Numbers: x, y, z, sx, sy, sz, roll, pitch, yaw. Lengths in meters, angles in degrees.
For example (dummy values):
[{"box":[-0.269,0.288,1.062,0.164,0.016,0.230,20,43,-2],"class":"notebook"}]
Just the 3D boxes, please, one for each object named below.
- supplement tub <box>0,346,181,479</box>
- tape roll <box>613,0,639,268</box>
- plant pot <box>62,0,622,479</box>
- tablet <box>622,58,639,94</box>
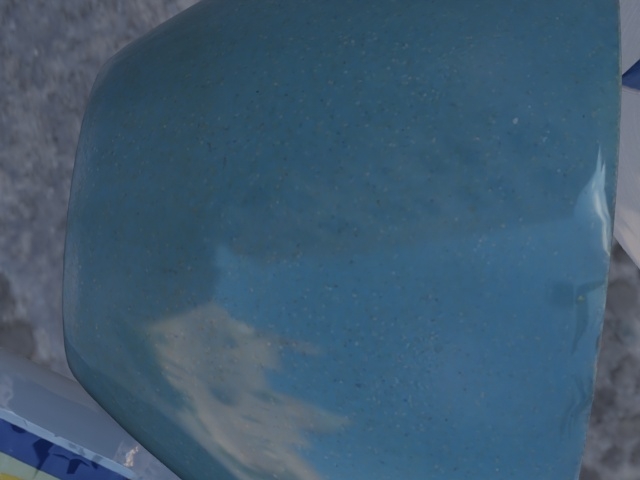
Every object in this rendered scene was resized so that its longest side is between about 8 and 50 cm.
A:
[{"box":[-0.228,0.215,0.869,0.228,0.228,0.316,32,77,-32],"class":"supplement tub"},{"box":[0.332,-0.070,1.018,0.072,0.392,0.392,-35,134,-33],"class":"tape roll"},{"box":[0.000,0.000,0.661,0.195,0.290,0.290,7,123,0],"class":"plant pot"},{"box":[0.219,-0.120,0.960,0.083,0.054,0.006,-43,104,1],"class":"tablet"}]
